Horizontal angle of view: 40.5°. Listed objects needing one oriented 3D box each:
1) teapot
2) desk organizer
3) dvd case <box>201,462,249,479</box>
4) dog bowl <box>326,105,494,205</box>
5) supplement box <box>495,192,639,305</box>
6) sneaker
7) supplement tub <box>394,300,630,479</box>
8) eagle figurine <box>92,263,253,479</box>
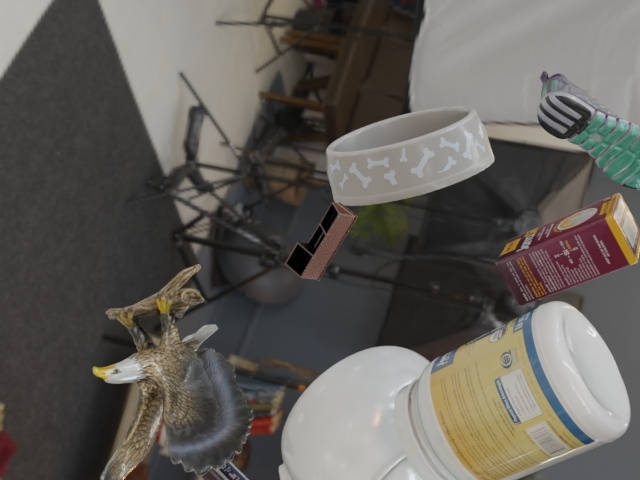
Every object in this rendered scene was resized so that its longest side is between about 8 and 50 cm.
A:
[{"bbox_3d":[0.083,0.271,1.076,0.253,0.187,0.256,12,115,-41],"label":"teapot"},{"bbox_3d":[0.000,0.000,1.420,0.050,0.047,0.130,9,116,-55],"label":"desk organizer"},{"bbox_3d":[-0.148,0.433,1.503,0.030,0.239,0.179,-39,150,-24],"label":"dvd case"},{"bbox_3d":[0.170,-0.177,1.731,0.349,0.349,0.102,-50,128,-63],"label":"dog bowl"},{"bbox_3d":[0.370,0.014,1.291,0.080,0.188,0.104,59,31,-8],"label":"supplement box"},{"bbox_3d":[0.397,-0.160,1.206,0.083,0.224,0.098,-42,-155,38],"label":"sneaker"},{"bbox_3d":[0.189,0.164,0.876,0.144,0.200,0.144,37,35,-32],"label":"supplement tub"},{"bbox_3d":[-0.233,0.219,1.265,0.226,0.225,0.298,119,-41,-61],"label":"eagle figurine"}]
